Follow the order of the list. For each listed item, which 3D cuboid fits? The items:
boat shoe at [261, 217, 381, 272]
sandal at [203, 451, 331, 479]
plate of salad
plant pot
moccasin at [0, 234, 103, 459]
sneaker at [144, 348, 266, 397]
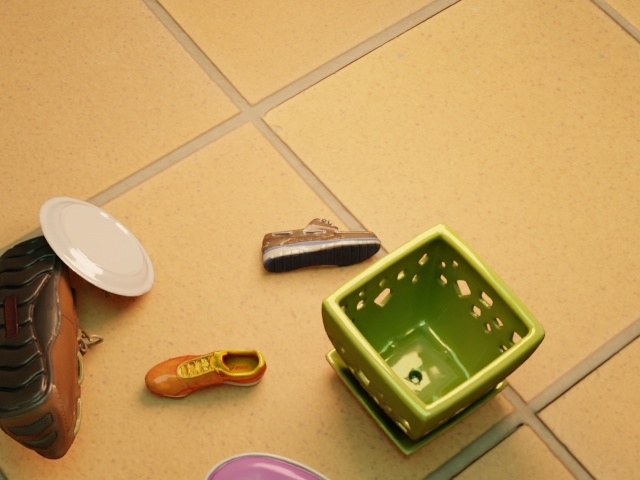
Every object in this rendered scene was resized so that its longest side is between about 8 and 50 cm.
[{"bbox_3d":[0.000,0.000,2.001,0.183,0.066,0.066,-6,58,-8],"label":"boat shoe"},{"bbox_3d":[0.015,0.404,1.715,0.416,0.102,0.169,36,61,24],"label":"sandal"},{"bbox_3d":[-0.332,0.014,1.929,0.200,0.048,0.200,34,24,-18],"label":"plate of salad"},{"bbox_3d":[0.144,0.153,1.836,0.228,0.207,0.227,-31,66,-22],"label":"plant pot"},{"bbox_3d":[-0.388,0.140,1.841,0.139,0.147,0.380,-23,43,-1],"label":"moccasin"},{"bbox_3d":[-0.165,0.180,1.875,0.175,0.067,0.064,-10,61,-9],"label":"sneaker"}]
